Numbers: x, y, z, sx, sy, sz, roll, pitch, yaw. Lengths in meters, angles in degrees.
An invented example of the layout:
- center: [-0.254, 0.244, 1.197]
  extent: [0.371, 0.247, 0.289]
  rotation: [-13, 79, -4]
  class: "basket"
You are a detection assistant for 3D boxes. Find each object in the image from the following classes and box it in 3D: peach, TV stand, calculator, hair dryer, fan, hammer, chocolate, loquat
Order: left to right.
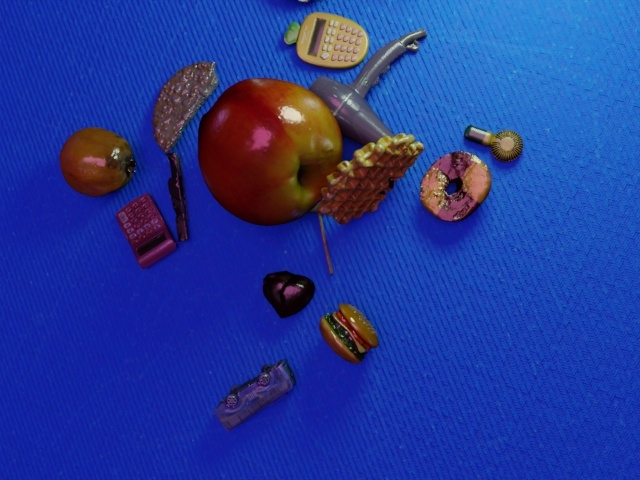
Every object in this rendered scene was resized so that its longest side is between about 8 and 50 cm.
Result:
- center: [-0.620, -0.219, 1.979]
  extent: [0.234, 0.176, 0.187]
  rotation: [13, 106, 15]
  class: "loquat"
- center: [-0.492, -0.029, 2.010]
  extent: [0.126, 0.034, 0.190]
  rotation: [-32, 76, 9]
  class: "calculator"
- center: [-0.400, -0.120, 1.990]
  extent: [0.036, 0.042, 0.249]
  rotation: [-9, 86, 9]
  class: "TV stand"
- center: [-0.139, -0.230, 1.786]
  extent: [0.388, 0.388, 0.388]
  rotation: [-1, 87, 12]
  class: "peach"
- center: [-0.100, 0.145, 1.896]
  extent: [0.148, 0.080, 0.125]
  rotation: [16, 90, 10]
  class: "chocolate"
- center: [0.000, 0.000, 1.911]
  extent: [0.060, 0.028, 0.195]
  rotation: [-12, 86, 16]
  class: "hammer"
- center: [0.016, -0.542, 1.931]
  extent: [0.234, 0.032, 0.146]
  rotation: [15, 90, 11]
  class: "calculator"
- center: [0.172, -0.407, 1.865]
  extent: [0.301, 0.121, 0.361]
  rotation: [38, 90, 2]
  class: "hair dryer"
- center: [0.443, -0.255, 1.825]
  extent: [0.155, 0.039, 0.082]
  rotation: [21, 92, 12]
  class: "fan"

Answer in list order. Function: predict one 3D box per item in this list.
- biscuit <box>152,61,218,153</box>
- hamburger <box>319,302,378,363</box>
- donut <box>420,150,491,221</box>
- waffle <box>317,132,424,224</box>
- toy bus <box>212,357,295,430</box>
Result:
- center: [-0.397, -0.392, 1.999]
  extent: [0.141, 0.038, 0.290]
  rotation: [33, 89, 21]
  class: "biscuit"
- center: [0.073, 0.237, 1.818]
  extent: [0.115, 0.162, 0.162]
  rotation: [-43, 80, 5]
  class: "hamburger"
- center: [0.345, -0.136, 1.822]
  extent: [0.166, 0.073, 0.184]
  rotation: [30, 94, 11]
  class: "donut"
- center: [0.121, -0.153, 1.779]
  extent: [0.309, 0.283, 0.065]
  rotation: [-29, 65, -6]
  class: "waffle"
- center: [-0.173, 0.412, 1.904]
  extent: [0.236, 0.079, 0.094]
  rotation: [-35, 97, 8]
  class: "toy bus"
